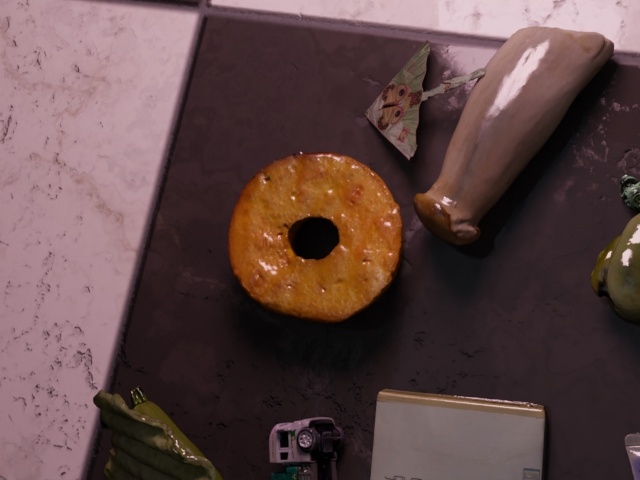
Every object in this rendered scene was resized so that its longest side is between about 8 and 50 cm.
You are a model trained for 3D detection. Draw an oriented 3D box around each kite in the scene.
[{"bbox_3d":[0.167,-0.236,1.567,0.250,0.012,0.229,-15,60,44],"label":"kite"}]

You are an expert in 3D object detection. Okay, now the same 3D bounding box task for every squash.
[{"bbox_3d":[-0.258,0.358,1.643,0.252,0.066,0.066,42,96,23],"label":"squash"}]

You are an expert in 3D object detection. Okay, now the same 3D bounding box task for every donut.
[{"bbox_3d":[0.000,0.000,1.587,0.302,0.110,0.303,-3,82,18],"label":"donut"}]

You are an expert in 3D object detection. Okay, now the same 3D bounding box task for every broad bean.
[{"bbox_3d":[0.512,0.030,1.403,0.227,0.100,0.169,-16,81,6],"label":"broad bean"}]

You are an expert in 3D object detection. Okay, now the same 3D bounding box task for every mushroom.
[{"bbox_3d":[0.286,-0.183,1.502,0.154,0.137,0.407,36,88,9],"label":"mushroom"}]

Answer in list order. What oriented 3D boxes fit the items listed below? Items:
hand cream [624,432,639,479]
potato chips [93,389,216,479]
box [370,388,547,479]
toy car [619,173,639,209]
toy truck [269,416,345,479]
[{"bbox_3d":[0.516,0.442,1.343,0.124,0.077,0.341,-9,73,20],"label":"hand cream"},{"bbox_3d":[-0.235,0.431,1.546,0.389,0.097,0.373,29,129,24],"label":"potato chips"},{"bbox_3d":[0.213,0.346,1.481,0.270,0.045,0.211,1,81,20],"label":"box"},{"bbox_3d":[0.522,-0.096,1.429,0.143,0.073,0.054,-35,107,15],"label":"toy car"},{"bbox_3d":[-0.029,0.397,1.531,0.116,0.110,0.216,-10,78,30],"label":"toy truck"}]
